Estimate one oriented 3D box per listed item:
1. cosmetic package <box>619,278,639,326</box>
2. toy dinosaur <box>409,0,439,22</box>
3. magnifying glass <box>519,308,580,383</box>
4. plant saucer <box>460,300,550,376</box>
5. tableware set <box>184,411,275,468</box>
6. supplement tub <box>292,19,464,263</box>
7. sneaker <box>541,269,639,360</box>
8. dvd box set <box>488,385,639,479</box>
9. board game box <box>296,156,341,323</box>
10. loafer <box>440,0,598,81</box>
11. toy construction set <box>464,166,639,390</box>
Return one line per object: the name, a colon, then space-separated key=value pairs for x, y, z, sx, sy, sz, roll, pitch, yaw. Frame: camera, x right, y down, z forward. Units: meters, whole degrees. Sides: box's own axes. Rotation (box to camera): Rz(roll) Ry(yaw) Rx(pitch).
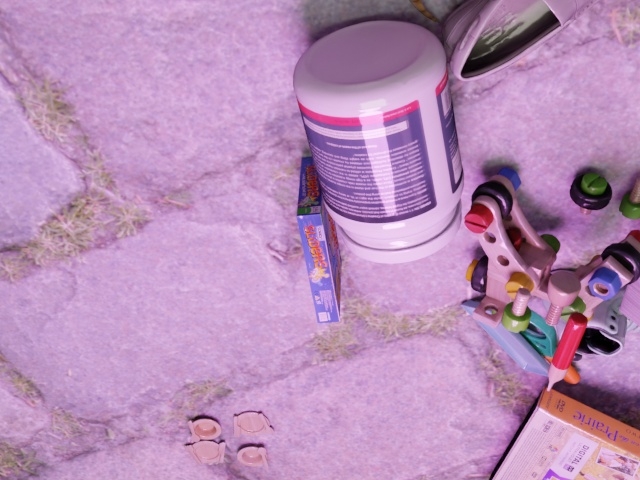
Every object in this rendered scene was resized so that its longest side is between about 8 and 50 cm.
cosmetic package: x=0.525 y=0.017 z=1.404 sx=0.127 sy=0.107 sz=0.237 roll=3 pitch=111 yaw=-23
toy dinosaur: x=0.103 y=-0.343 z=1.194 sx=0.112 sy=0.064 sz=0.211 roll=3 pitch=130 yaw=-3
magnifying glass: x=0.359 y=0.166 z=1.614 sx=0.092 sy=0.026 sz=0.231 roll=14 pitch=155 yaw=47
plant saucer: x=0.303 y=0.157 z=1.612 sx=0.192 sy=0.018 sz=0.067 roll=45 pitch=162 yaw=-29
tableware set: x=-0.165 y=0.361 z=1.812 sx=0.169 sy=0.020 sz=0.141 roll=-2 pitch=130 yaw=3
supplement tub: x=0.082 y=-0.125 z=1.292 sx=0.191 sy=0.191 sz=0.272 roll=-9 pitch=128 yaw=8
sneaker: x=0.465 y=0.128 z=1.519 sx=0.256 sy=0.151 sz=0.094 roll=5 pitch=128 yaw=-4
dvd box set: x=0.518 y=0.440 z=1.712 sx=0.421 sy=0.062 sz=0.307 roll=25 pitch=138 yaw=10
board game box: x=0.000 y=0.000 z=1.434 sx=0.035 sy=0.136 sz=0.201 roll=-5 pitch=130 yaw=6
loafer: x=0.282 y=-0.299 z=1.194 sx=0.112 sy=0.111 sz=0.319 roll=37 pitch=121 yaw=-26
toy construction set: x=0.311 y=0.076 z=1.401 sx=0.258 sy=0.308 sz=0.237 roll=10 pitch=135 yaw=4
